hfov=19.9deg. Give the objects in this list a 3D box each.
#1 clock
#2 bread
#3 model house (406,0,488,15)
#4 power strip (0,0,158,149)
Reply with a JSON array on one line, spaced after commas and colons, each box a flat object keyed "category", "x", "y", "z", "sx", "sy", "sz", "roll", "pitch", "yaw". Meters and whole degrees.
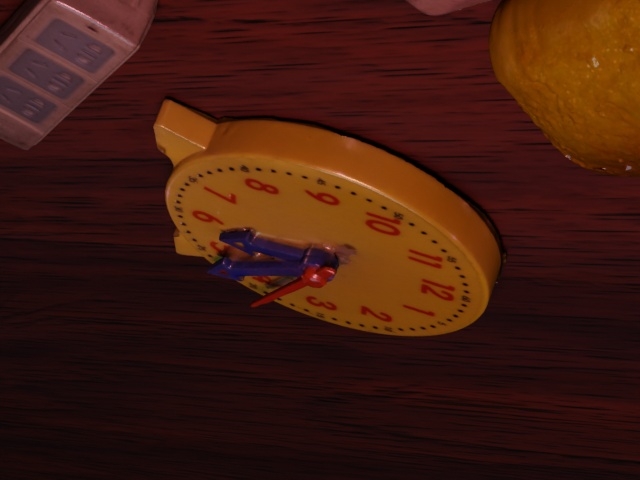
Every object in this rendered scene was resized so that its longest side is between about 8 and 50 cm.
[{"category": "clock", "x": 0.000, "y": 0.004, "z": 1.470, "sx": 0.293, "sy": 0.071, "sz": 0.277, "roll": 13, "pitch": 154, "yaw": 14}, {"category": "bread", "x": 0.244, "y": -0.118, "z": 0.987, "sx": 0.166, "sy": 0.112, "sz": 0.383, "roll": 30, "pitch": 154, "yaw": -23}, {"category": "model house", "x": 0.065, "y": -0.220, "z": 0.902, "sx": 0.229, "sy": 0.122, "sz": 0.188, "roll": -5, "pitch": 143, "yaw": 48}, {"category": "power strip", "x": -0.200, "y": -0.137, "z": 1.352, "sx": 0.078, "sy": 0.052, "sz": 0.272, "roll": 29, "pitch": 154, "yaw": -18}]
